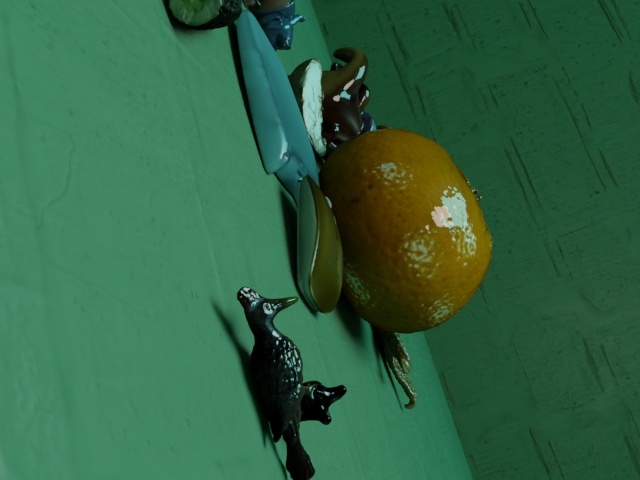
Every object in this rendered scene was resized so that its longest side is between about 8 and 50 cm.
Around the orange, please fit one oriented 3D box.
[{"bbox_3d":[0.170,-0.025,1.292,0.424,0.326,0.423,-20,90,-82],"label":"orange"}]

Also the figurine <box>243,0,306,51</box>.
[{"bbox_3d":[-0.104,-0.503,1.423,0.144,0.114,0.178,43,37,-65],"label":"figurine"}]

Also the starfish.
[{"bbox_3d":[0.184,0.220,1.530,0.375,0.095,0.326,-86,175,-68],"label":"starfish"}]

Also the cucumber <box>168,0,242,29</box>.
[{"bbox_3d":[-0.156,-0.337,0.909,0.241,0.075,0.074,-87,155,-72],"label":"cucumber"}]

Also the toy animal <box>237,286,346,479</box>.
[{"bbox_3d":[-0.038,0.134,0.646,0.105,0.070,0.202,-47,122,-57],"label":"toy animal"}]

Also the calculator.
[{"bbox_3d":[-0.082,-0.252,1.183,0.256,0.055,0.386,50,21,-62],"label":"calculator"}]

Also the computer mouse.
[{"bbox_3d":[0.000,0.000,1.042,0.126,0.056,0.245,61,20,-47],"label":"computer mouse"}]

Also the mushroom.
[{"bbox_3d":[-0.036,-0.279,1.355,0.072,0.094,0.209,-3,93,-35],"label":"mushroom"}]

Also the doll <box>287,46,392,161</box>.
[{"bbox_3d":[0.035,-0.303,1.574,0.339,0.209,0.317,52,53,-54],"label":"doll"}]
